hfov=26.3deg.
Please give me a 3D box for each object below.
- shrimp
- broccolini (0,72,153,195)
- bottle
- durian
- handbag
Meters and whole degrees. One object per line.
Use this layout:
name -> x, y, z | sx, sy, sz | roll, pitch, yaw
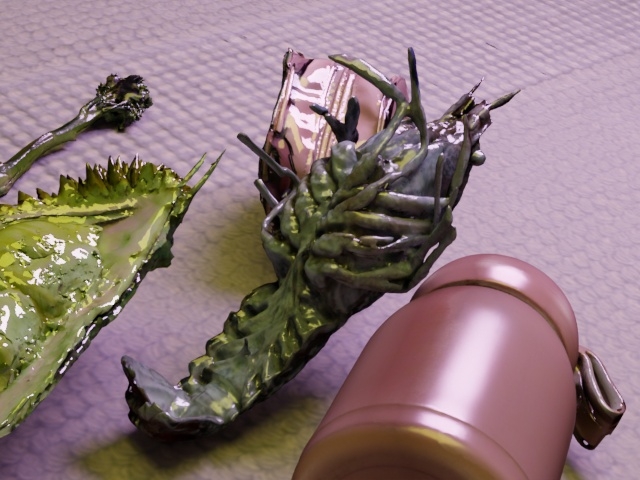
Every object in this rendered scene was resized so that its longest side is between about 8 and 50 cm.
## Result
shrimp -> 0.004, 0.000, 1.098 | 0.221, 0.166, 0.410 | 29, 80, 43
broccolini -> -0.258, -0.104, 1.417 | 0.057, 0.071, 0.254 | 52, 43, -11
bottle -> 0.114, 0.138, 1.009 | 0.206, 0.173, 0.297 | 31, 32, 2
durian -> -0.209, 0.064, 1.009 | 0.169, 0.158, 0.352 | 5, 35, 26
handbag -> 0.017, -0.074, 1.294 | 0.116, 0.179, 0.205 | 6, 59, 11
